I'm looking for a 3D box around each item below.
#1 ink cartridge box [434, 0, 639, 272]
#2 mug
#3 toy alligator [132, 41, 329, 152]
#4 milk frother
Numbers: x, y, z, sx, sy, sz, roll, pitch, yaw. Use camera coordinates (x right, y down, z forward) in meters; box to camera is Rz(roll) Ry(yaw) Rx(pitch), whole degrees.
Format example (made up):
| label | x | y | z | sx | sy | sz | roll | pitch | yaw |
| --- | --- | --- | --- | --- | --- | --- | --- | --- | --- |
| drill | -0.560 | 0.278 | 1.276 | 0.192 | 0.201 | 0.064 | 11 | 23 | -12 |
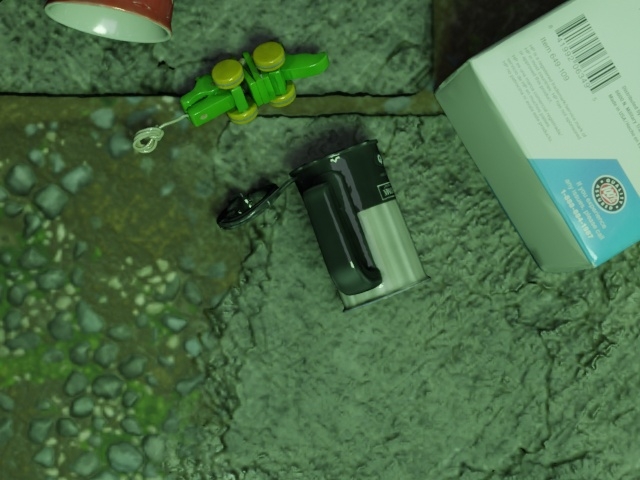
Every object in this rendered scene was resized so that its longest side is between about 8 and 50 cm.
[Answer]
| label | x | y | z | sx | sy | sz | roll | pitch | yaw |
| --- | --- | --- | --- | --- | --- | --- | --- | --- | --- |
| ink cartridge box | 0.273 | -0.125 | 1.359 | 0.270 | 0.197 | 0.198 | -31 | 90 | -5 |
| mug | -0.175 | -0.272 | 1.366 | 0.113 | 0.150 | 0.169 | 8 | 82 | 25 |
| toy alligator | -0.086 | -0.136 | 1.412 | 0.189 | 0.056 | 0.051 | -24 | 47 | -3 |
| milk frother | 0.000 | 0.000 | 1.397 | 0.143 | 0.129 | 0.135 | -22 | 88 | 38 |
